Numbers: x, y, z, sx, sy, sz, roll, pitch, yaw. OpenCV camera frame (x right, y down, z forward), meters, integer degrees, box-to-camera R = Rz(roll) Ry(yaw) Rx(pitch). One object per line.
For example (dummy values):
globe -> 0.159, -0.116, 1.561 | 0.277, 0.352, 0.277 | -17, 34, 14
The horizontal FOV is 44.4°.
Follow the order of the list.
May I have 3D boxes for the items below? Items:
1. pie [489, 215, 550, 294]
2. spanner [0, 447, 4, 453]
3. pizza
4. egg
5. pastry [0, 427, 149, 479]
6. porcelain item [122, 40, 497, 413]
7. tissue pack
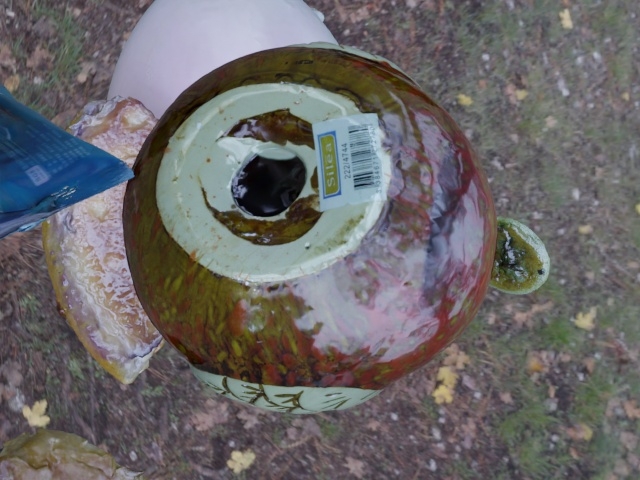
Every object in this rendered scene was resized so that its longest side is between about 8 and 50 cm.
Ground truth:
pie -> 0.176, 0.015, 0.736 | 0.021, 0.084, 0.084 | -43, 107, -43
spanner -> -0.515, 0.332, 1.176 | 0.208, 0.046, 0.012 | -15, 115, -13
pizza -> -0.200, -0.006, 0.799 | 0.161, 0.085, 0.306 | 0, 70, -24
egg -> -0.111, -0.174, 1.013 | 0.354, 0.354, 0.340 | -18, 122, -22
pastry -> -0.238, 0.283, 0.725 | 0.228, 0.100, 0.219 | 4, 72, -42
porcelain item -> 0.000, 0.000, 0.541 | 0.252, 0.253, 0.253 | 0, 91, -23
tissue pack -> -0.154, -0.038, 0.341 | 0.085, 0.138, 0.028 | -34, 138, -31
